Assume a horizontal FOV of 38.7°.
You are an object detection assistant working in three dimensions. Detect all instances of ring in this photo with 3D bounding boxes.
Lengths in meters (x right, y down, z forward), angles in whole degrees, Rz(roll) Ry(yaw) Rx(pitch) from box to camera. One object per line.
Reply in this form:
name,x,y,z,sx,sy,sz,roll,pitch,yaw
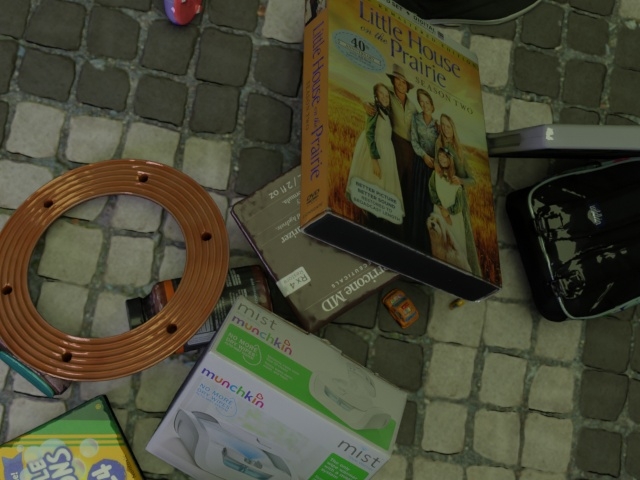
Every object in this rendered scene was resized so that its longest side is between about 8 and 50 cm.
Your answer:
ring,-0.287,0.035,1.237,0.336,0.032,0.337,-2,62,4

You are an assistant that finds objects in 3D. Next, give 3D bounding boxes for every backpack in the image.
backpack,0.421,-0.005,1.357,0.253,0.191,0.225,-18,88,-6

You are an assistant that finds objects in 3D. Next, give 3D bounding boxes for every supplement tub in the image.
supplement tub,-0.169,0.099,1.276,0.197,0.106,0.106,-10,83,-11

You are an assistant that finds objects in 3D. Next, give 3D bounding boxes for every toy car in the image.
toy car,0.158,0.089,1.371,0.122,0.040,0.060,-19,85,-12

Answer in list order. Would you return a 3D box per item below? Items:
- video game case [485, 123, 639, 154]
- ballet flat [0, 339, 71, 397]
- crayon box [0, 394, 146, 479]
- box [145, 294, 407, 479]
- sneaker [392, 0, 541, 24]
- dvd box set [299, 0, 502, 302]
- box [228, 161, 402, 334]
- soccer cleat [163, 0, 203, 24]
video game case,0.415,-0.141,1.321,0.328,0.300,0.036,0,93,-11
ballet flat,-0.430,0.128,1.246,0.221,0.077,0.079,34,59,-9
crayon box,-0.391,0.368,1.204,0.323,0.083,0.203,-26,87,-13
box,-0.058,0.237,1.204,0.262,0.231,0.127,32,37,-5
sneaker,0.249,-0.406,1.409,0.295,0.147,0.105,-10,82,-13
dvd box set,0.111,-0.150,1.253,0.307,0.062,0.421,24,52,-31
box,0.000,0.000,1.275,0.168,0.167,0.203,-33,88,-1
soccer cleat,-0.216,-0.443,1.372,0.095,0.083,0.248,4,85,20
